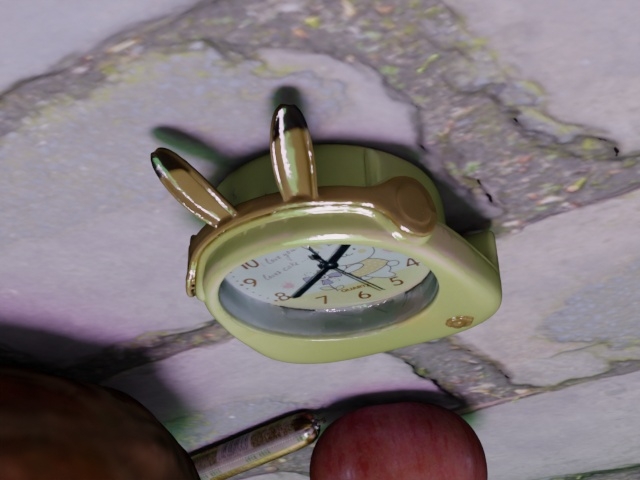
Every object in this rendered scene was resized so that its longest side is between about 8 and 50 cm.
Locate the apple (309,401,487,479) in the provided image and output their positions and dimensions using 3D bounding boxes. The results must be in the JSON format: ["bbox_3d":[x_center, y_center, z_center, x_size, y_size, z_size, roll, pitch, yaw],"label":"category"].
[{"bbox_3d":[0.069,0.207,1.119,0.153,0.120,0.153,-8,151,-5],"label":"apple"}]

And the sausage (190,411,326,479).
[{"bbox_3d":[-0.090,0.206,1.205,0.033,0.032,0.269,22,144,-38],"label":"sausage"}]

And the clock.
[{"bbox_3d":[0.000,0.000,0.783,0.170,0.069,0.232,-14,149,23],"label":"clock"}]

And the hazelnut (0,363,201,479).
[{"bbox_3d":[-0.278,0.262,0.990,0.421,0.353,0.420,-28,145,-22],"label":"hazelnut"}]
